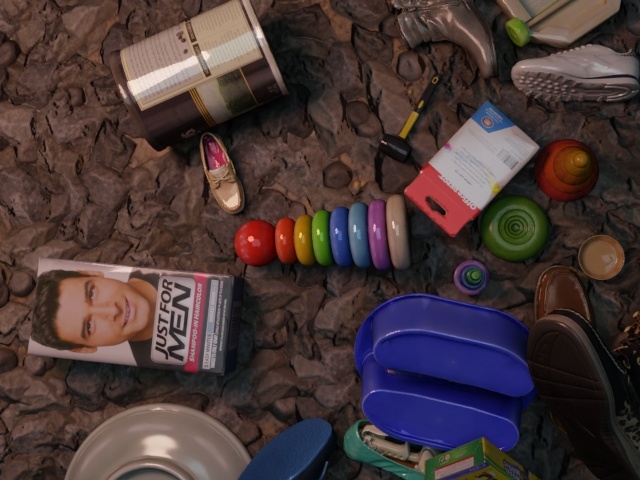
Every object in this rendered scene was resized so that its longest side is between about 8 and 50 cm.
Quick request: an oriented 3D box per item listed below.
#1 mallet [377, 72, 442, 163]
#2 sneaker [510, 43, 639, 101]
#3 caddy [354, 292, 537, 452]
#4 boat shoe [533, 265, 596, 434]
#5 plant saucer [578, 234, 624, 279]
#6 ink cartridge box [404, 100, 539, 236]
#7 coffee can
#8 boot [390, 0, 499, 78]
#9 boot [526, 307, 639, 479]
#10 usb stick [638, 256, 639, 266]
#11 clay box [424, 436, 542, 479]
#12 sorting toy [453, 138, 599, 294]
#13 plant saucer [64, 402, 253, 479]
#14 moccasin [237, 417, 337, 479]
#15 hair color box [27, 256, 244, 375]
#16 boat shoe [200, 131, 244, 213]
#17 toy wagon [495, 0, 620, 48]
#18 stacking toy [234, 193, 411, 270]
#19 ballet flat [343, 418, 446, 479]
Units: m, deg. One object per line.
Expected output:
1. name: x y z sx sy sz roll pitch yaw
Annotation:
1. mallet: 0.172 -0.243 1.458 0.062 0.039 0.189 23 83 9
2. sneaker: 0.475 -0.320 1.417 0.235 0.090 0.095 6 73 2
3. caddy: 0.225 0.230 1.346 0.341 0.179 0.241 12 109 6
4. boat shoe: 0.456 0.195 1.358 0.111 0.104 0.307 -8 85 5
5. plant saucer: 0.522 0.032 1.410 0.083 0.015 0.083 0 86 5
6. ink cartridge box: 0.278 -0.127 1.414 0.134 0.078 0.231 44 90 8
7. coffee can: -0.222 -0.313 1.412 0.275 0.201 0.201 -23 84 3
8. boot: 0.236 -0.396 1.448 0.161 0.083 0.246 -21 78 10
9. boot: 0.503 0.198 1.248 0.284 0.138 0.377 -43 113 -26
10. usb stick: 0.723 0.063 1.375 0.278 0.045 0.077 20 81 7
11. clay box: 0.297 0.429 1.305 0.127 0.053 0.222 -34 121 32
12. sorting toy: 0.379 -0.046 1.375 0.127 0.126 0.365 42 90 7
13. plant saucer: -0.308 0.510 1.409 0.400 0.100 0.400 0 85 6
14. moccasin: -0.092 0.473 1.370 0.342 0.138 0.117 -43 121 -19
15. hair color box: -0.345 0.142 1.434 0.374 0.113 0.185 5 86 6
16. boat shoe: -0.197 -0.133 1.468 0.063 0.059 0.170 -23 84 3
17. toy wagon: 0.421 -0.541 1.439 0.267 0.068 0.344 -33 83 2
18. stacking toy: 0.000 0.000 1.410 0.330 0.141 0.141 -6 85 9
19. ballet flat: 0.162 0.389 1.373 0.247 0.083 0.087 17 128 9
